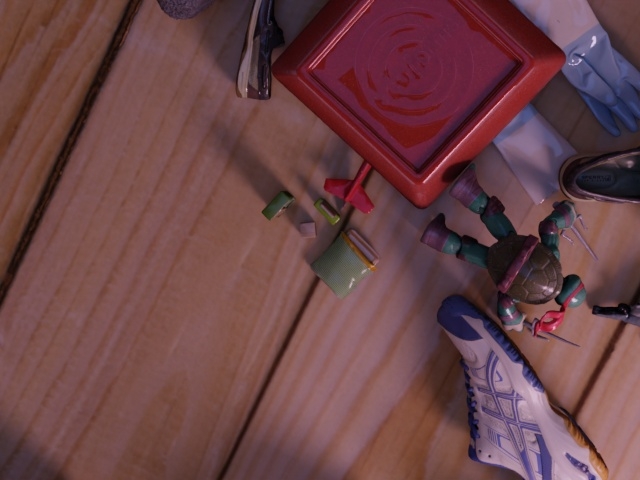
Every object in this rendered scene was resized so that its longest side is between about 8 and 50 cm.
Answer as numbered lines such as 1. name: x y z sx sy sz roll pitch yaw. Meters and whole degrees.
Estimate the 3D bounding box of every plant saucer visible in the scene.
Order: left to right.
1. plant saucer: 0.112 -0.207 1.652 0.259 0.048 0.258 43 105 -1

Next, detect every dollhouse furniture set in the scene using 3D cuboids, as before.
1. dollhouse furniture set: 0.000 0.000 1.722 0.151 0.058 0.076 45 98 2

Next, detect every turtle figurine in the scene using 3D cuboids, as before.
1. turtle figurine: 0.244 0.021 1.673 0.234 0.118 0.175 35 98 8

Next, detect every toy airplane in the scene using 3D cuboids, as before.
1. toy airplane: 0.058 -0.100 1.723 0.151 0.028 0.151 0 94 8

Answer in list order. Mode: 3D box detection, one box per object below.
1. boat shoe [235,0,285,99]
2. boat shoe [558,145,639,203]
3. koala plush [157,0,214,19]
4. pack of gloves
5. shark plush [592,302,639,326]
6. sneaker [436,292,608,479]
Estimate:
1. boat shoe: -0.067 -0.247 1.716 0.049 0.056 0.152 13 105 1
2. boat shoe: 0.398 -0.078 1.655 0.224 0.073 0.080 -6 102 3
3. koala plush: -0.164 -0.398 1.649 0.203 0.196 0.221 -38 93 18
4. pack of gloves: 0.273 -0.193 1.692 0.195 0.046 0.232 -36 100 9
5. shark plush: 0.410 0.109 1.688 0.161 0.073 0.067 7 125 1
6. sneaker: 0.216 0.206 1.688 0.131 0.112 0.296 -36 89 8
